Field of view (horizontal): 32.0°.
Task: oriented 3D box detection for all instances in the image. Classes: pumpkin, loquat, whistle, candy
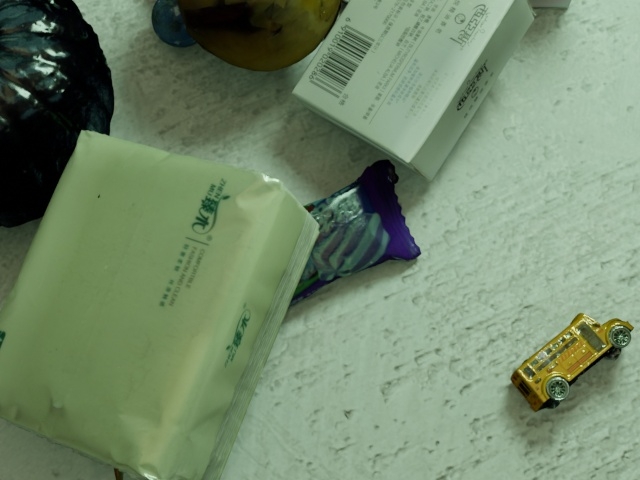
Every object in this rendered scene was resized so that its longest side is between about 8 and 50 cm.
[{"bbox_3d":[-0.446,-0.190,1.451,0.363,0.266,0.363,0,66,1],"label":"pumpkin"},{"bbox_3d":[-0.082,-0.345,1.495,0.235,0.235,0.235,0,71,-1],"label":"loquat"},{"bbox_3d":[-0.213,-0.329,1.601,0.158,0.090,0.090,39,74,24],"label":"whistle"},{"bbox_3d":[0.000,0.000,1.496,0.275,0.070,0.145,-22,79,-12],"label":"candy"}]

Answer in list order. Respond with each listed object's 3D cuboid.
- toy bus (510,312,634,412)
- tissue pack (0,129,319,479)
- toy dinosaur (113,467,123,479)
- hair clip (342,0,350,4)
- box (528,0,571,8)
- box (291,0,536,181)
[{"bbox_3d":[0.327,0.150,1.445,0.162,0.069,0.074,-37,73,-11],"label":"toy bus"},{"bbox_3d":[-0.209,0.084,1.350,0.297,0.207,0.380,15,75,21],"label":"tissue pack"},{"bbox_3d":[-0.247,0.273,1.415,0.041,0.026,0.113,-17,63,1],"label":"toy dinosaur"},{"bbox_3d":[0.143,-0.326,1.612,0.257,0.075,0.146,34,89,18],"label":"hair clip"},{"bbox_3d":[0.325,-0.477,1.569,0.106,0.252,0.203,0,70,-3],"label":"box"},{"bbox_3d":[0.127,-0.251,1.506,0.203,0.116,0.274,32,91,22],"label":"box"}]
